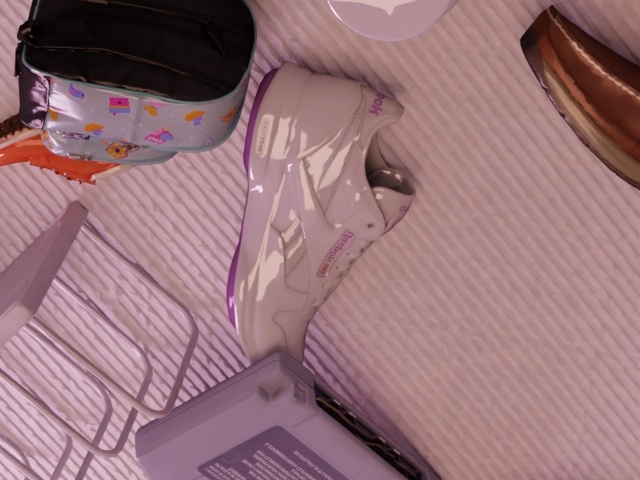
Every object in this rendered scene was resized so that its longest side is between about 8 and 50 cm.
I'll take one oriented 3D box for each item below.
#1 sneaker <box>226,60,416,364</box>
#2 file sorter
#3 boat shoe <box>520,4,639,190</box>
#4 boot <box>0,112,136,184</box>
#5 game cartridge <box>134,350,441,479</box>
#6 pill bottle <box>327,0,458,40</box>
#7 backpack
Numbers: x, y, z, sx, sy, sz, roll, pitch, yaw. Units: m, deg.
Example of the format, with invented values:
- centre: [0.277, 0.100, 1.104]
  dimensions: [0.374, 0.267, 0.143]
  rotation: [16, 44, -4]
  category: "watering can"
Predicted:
- centre: [0.000, 0.000, 1.391]
  dimensions: [0.152, 0.114, 0.305]
  rotation: [11, 117, 6]
  category: "sneaker"
- centre: [-0.275, 0.144, 1.470]
  dimensions: [0.173, 0.193, 0.277]
  rotation: [42, 115, -14]
  category: "file sorter"
- centre: [0.306, -0.088, 1.303]
  dimensions: [0.324, 0.122, 0.120]
  rotation: [39, 110, -17]
  category: "boat shoe"
- centre: [-0.242, -0.080, 1.431]
  dimensions: [0.158, 0.059, 0.085]
  rotation: [-14, 117, 15]
  category: "boot"
- centre: [-0.028, 0.228, 1.489]
  dimensions: [0.196, 0.060, 0.294]
  rotation: [-32, 129, 19]
  category: "game cartridge"
- centre: [0.065, -0.233, 1.216]
  dimensions: [0.119, 0.208, 0.119]
  rotation: [4, 116, 8]
  category: "pill bottle"
- centre: [-0.149, -0.148, 1.319]
  dimensions: [0.188, 0.166, 0.144]
  rotation: [6, 141, -1]
  category: "backpack"
